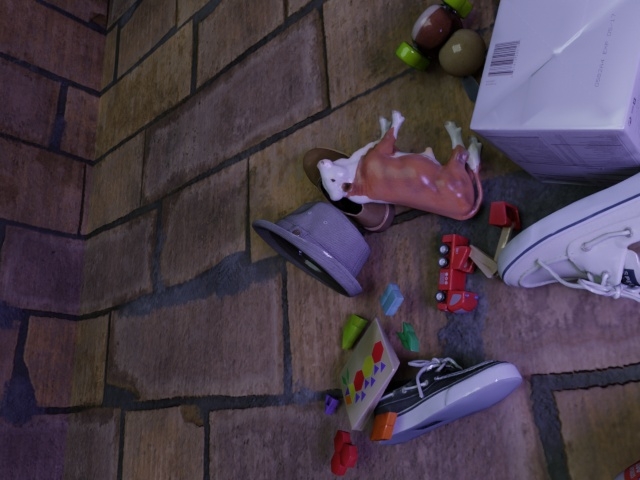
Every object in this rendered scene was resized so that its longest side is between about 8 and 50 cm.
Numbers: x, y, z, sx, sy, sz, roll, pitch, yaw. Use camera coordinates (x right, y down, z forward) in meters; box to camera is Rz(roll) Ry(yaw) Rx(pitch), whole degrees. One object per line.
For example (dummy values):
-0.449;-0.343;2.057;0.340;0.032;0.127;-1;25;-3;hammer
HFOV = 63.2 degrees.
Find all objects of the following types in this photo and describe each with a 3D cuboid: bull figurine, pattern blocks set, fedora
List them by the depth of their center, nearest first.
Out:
0.155;-0.138;0.980;0.310;0.101;0.189;15;88;9;bull figurine
0.088;0.254;0.982;0.286;0.026;0.325;-98;31;-48;pattern blocks set
0.000;0.000;1.087;0.275;0.244;0.124;27;74;45;fedora

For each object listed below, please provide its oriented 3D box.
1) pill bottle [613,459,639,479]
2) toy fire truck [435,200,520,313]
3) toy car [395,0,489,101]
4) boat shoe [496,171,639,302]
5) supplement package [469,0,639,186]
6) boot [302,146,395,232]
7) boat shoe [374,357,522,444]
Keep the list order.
0.501;0.262;0.555;0.323;0.181;0.182;-48;51;22;pill bottle
0.274;0.034;0.911;0.135;0.047;0.192;-5;74;51;toy fire truck
0.272;-0.367;1.011;0.188;0.149;0.155;44;116;10;toy car
0.412;0.024;0.712;0.367;0.135;0.157;-35;52;44;boat shoe
0.380;-0.205;0.740;0.198;0.262;0.200;12;87;45;supplement package
0.034;-0.134;1.149;0.305;0.115;0.112;46;112;41;boot
0.200;0.255;0.891;0.306;0.113;0.105;-48;43;42;boat shoe
